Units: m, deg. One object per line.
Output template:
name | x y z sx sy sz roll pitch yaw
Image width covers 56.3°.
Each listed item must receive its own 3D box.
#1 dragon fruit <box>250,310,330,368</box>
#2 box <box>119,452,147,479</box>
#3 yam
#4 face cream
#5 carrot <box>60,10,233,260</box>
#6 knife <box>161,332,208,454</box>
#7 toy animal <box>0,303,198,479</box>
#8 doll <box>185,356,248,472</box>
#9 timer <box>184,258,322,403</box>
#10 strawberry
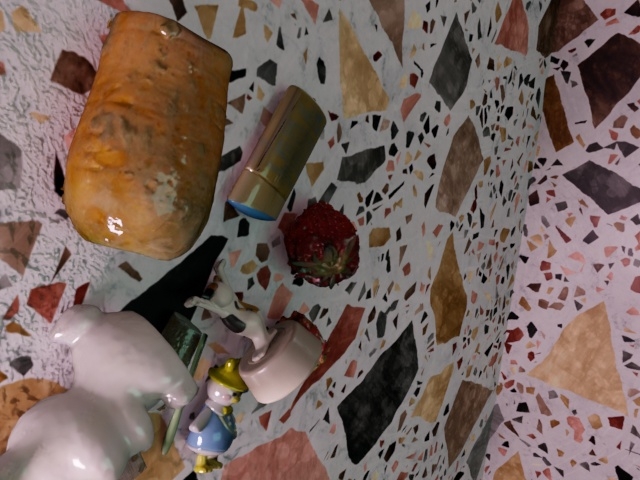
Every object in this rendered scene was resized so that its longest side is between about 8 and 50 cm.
dragon fruit | -0.071 0.236 1.372 0.208 0.133 0.149 5 72 -37
box | -0.367 0.402 1.105 0.062 0.045 0.098 -40 130 -39
yam | -0.285 0.229 1.125 0.078 0.078 0.179 42 68 -50
face cream | -0.085 -0.169 1.246 0.139 0.067 0.285 44 67 -49
carrot | -0.253 -0.149 0.908 0.224 0.224 0.340 19 84 -53
knife | -0.266 0.304 1.163 0.043 0.020 0.293 -72 -176 -68
toy animal | -0.388 0.274 0.916 0.241 0.196 0.367 44 59 -8
doll | -0.213 0.356 1.245 0.135 0.099 0.240 20 89 -33
timer | -0.143 0.172 1.192 0.266 0.175 0.175 50 58 -15
strawberry | 0.000 0.000 1.349 0.187 0.184 0.201 16 46 -26
